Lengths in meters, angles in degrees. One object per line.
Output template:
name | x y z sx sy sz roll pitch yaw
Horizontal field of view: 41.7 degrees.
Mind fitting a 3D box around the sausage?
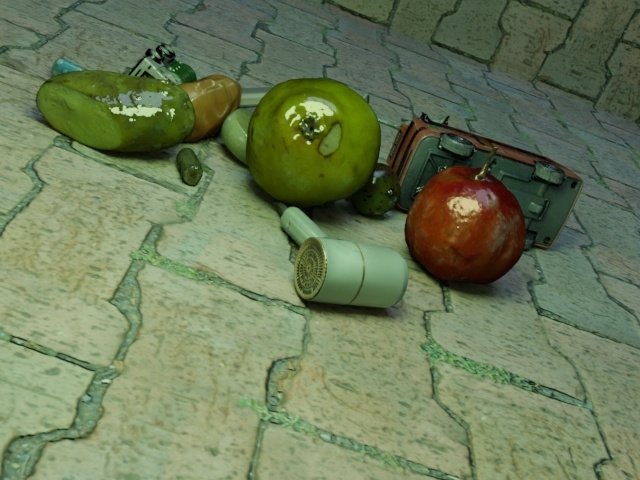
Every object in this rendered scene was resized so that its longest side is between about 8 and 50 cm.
sausage | -0.258 -0.283 1.797 0.120 0.136 0.241 34 31 9

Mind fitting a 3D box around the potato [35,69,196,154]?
potato | -0.387 -0.244 1.603 0.298 0.141 0.176 5 30 -7

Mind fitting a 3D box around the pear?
pear | -0.015 -0.186 1.628 0.269 0.269 0.321 28 0 13

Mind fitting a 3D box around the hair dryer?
hair dryer | 0.000 0.000 1.495 0.173 0.107 0.357 9 22 -31

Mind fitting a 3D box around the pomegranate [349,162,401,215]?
pomegranate | 0.102 -0.110 1.778 0.114 0.114 0.142 -4 12 -43

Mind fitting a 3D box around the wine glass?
wine glass | 0.200 -0.291 2.178 0.232 0.156 0.156 22 25 11

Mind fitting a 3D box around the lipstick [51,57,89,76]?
lipstick | -0.501 -0.342 1.806 0.158 0.048 0.048 27 25 10

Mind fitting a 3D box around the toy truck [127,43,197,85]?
toy truck | -0.352 -0.360 1.885 0.125 0.101 0.242 43 16 -9

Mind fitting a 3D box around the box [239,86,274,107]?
box | -0.150 -0.333 1.953 0.285 0.044 0.142 1 19 23

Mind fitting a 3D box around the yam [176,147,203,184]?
yam | -0.253 -0.143 1.622 0.043 0.043 0.094 8 27 -27

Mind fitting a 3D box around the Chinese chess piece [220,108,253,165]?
Chinese chess piece | -0.145 -0.214 1.789 0.144 0.058 0.144 34 29 -21

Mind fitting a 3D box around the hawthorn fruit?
hawthorn fruit | 0.287 -0.056 1.617 0.242 0.271 0.242 9 29 -5

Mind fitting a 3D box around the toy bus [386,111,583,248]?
toy bus | 0.363 -0.140 1.935 0.427 0.203 0.233 14 22 -19
